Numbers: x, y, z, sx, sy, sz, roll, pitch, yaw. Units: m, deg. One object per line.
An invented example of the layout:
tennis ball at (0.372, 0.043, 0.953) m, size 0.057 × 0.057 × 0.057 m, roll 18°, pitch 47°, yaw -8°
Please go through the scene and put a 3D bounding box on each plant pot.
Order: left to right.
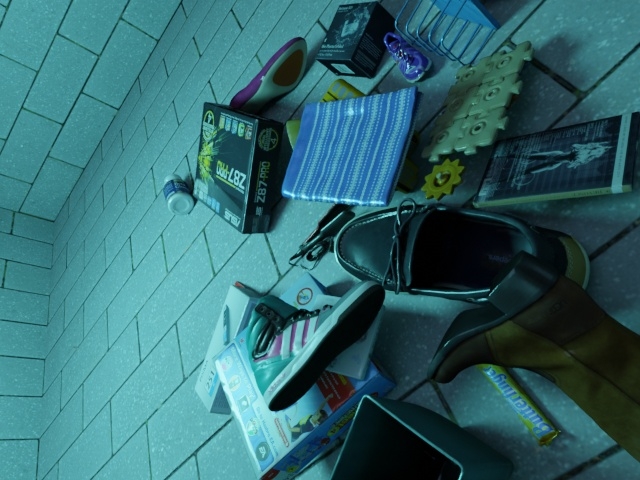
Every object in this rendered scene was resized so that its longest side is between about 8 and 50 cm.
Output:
plant pot at (-0.018, -0.263, 1.175) m, size 0.095 × 0.134 × 0.134 m, roll -19°, pitch 58°, yaw 12°
plant pot at (0.161, 0.337, 0.641) m, size 0.165 × 0.234 × 0.166 m, roll 23°, pitch 92°, yaw 48°

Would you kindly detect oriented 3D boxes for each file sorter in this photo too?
file sorter at (0.259, -0.455, 0.953) m, size 0.105 × 0.118 × 0.170 m, roll -58°, pitch 42°, yaw 17°

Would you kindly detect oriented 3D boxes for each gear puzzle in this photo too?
gear puzzle at (0.280, -0.209, 0.828) m, size 0.175 × 0.044 × 0.339 m, roll -2°, pitch 56°, yaw 55°

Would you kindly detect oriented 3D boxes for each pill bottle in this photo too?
pill bottle at (-0.541, -0.179, 1.706) m, size 0.094 × 0.094 × 0.169 m, roll -52°, pitch 44°, yaw 19°

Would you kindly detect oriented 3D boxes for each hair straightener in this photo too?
hair straightener at (0.000, 0.000, 1.092) m, size 0.230 × 0.047 × 0.089 m, roll -42°, pitch 48°, yaw 27°

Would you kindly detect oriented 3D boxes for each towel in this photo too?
towel at (0.047, -0.197, 0.962) m, size 0.335 × 0.040 × 0.244 m, roll 11°, pitch 82°, yaw 49°

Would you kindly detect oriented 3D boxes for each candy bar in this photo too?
candy bar at (0.300, 0.240, 0.698) m, size 0.040 × 0.018 × 0.162 m, roll -52°, pitch 43°, yaw 19°

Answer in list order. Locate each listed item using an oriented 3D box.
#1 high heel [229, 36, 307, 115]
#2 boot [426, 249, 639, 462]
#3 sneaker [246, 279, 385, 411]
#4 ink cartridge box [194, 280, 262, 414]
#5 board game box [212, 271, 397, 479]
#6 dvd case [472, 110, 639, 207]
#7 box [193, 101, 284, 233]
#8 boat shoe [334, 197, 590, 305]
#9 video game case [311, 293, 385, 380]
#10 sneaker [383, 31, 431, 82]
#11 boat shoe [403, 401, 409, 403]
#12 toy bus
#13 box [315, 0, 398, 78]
high heel at (-0.185, -0.512, 1.431) m, size 0.377 × 0.127 × 0.181 m, roll -45°, pitch 57°, yaw 29°
boot at (0.311, 0.183, 0.605) m, size 0.280 × 0.096 × 0.264 m, roll 38°, pitch 121°, yaw 11°
sneaker at (-0.030, 0.149, 0.847) m, size 0.295 × 0.124 × 0.178 m, roll -46°, pitch 55°, yaw 3°
ink cartridge box at (-0.258, 0.265, 1.210) m, size 0.261 × 0.066 × 0.297 m, roll 16°, pitch 86°, yaw 59°
board game box at (-0.051, 0.272, 0.944) m, size 0.302 × 0.086 × 0.308 m, roll -42°, pitch 45°, yaw 4°
dvd case at (0.369, -0.124, 0.717) m, size 0.221 × 0.018 × 0.165 m, roll -5°, pitch 45°, yaw 44°
box at (-0.263, -0.232, 1.373) m, size 0.394 × 0.097 × 0.319 m, roll 33°, pitch 119°, yaw 48°
boat shoe at (0.190, 0.015, 0.806) m, size 0.499 × 0.155 × 0.187 m, roll 10°, pitch 83°, yaw 50°
video game case at (0.036, 0.180, 0.870) m, size 0.157 × 0.019 × 0.143 m, roll 4°, pitch 64°, yaw 37°
sneaker at (0.191, -0.426, 1.045) m, size 0.068 × 0.071 × 0.170 m, roll -48°, pitch 46°, yaw 22°
boat shoe at (0.102, 0.407, 0.792) m, size 0.095 × 0.079 × 0.255 m, roll 25°, pitch 93°, yaw 49°
toy bus at (0.111, -0.242, 1.029) m, size 0.130 × 0.108 × 0.333 m, roll -53°, pitch 43°, yaw 15°
box at (0.091, -0.518, 1.175) m, size 0.156 × 0.093 × 0.159 m, roll 29°, pitch 95°, yaw 49°
